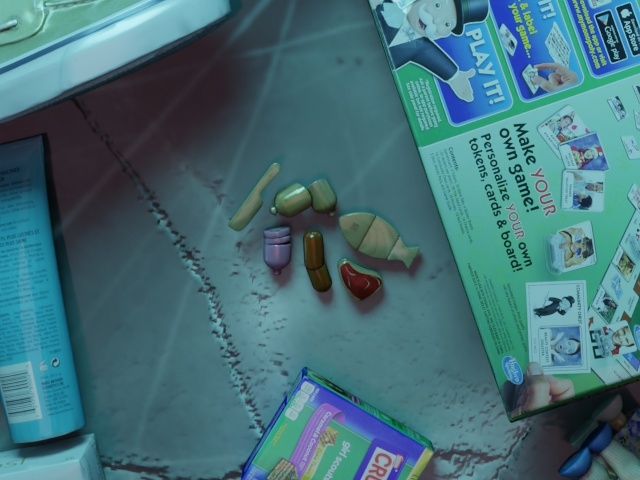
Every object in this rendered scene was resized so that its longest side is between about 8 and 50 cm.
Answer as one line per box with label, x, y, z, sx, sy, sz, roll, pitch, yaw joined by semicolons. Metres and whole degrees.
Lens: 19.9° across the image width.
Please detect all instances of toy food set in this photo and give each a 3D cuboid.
toy food set;0.000;0.000;1.275;0.122;0.019;0.078;35;98;-12

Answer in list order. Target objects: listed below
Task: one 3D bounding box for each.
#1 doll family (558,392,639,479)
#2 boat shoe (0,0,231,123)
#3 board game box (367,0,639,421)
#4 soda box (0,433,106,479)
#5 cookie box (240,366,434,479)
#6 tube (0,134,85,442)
doll family;0.282;0.140;1.257;0.163;0.118;0.263;44;79;1
boat shoe;-0.210;-0.128;1.216;0.302;0.109;0.094;-21;96;7
board game box;0.174;-0.063;1.201;0.213;0.046;0.317;-18;81;3
soda box;-0.259;0.196;1.282;0.216;0.074;0.069;-12;99;3
cookie box;0.012;0.155;1.286;0.107;0.040;0.092;30;98;-4
tube;-0.211;0.036;1.272;0.080;0.052;0.207;-12;93;-2
